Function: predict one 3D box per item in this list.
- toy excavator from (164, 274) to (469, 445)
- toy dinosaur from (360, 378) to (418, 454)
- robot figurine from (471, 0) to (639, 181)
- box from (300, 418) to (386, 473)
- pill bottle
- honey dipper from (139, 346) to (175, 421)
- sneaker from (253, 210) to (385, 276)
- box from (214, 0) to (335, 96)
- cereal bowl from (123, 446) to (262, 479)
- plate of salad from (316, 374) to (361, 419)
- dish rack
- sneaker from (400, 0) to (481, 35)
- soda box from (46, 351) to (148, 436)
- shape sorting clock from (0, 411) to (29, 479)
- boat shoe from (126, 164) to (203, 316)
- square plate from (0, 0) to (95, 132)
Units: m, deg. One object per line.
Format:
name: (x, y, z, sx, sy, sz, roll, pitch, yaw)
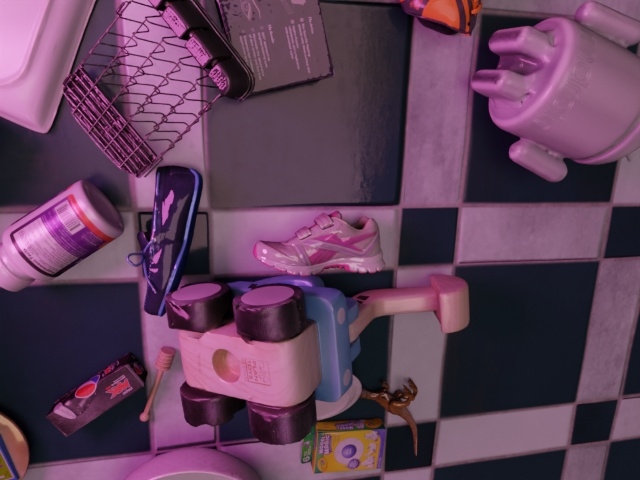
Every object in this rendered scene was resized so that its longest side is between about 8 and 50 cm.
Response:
toy excavator: (0.017, 0.145, 0.839, 0.432, 0.445, 0.223, 1, 104, 29)
toy dinosaur: (0.170, 0.363, 1.009, 0.211, 0.064, 0.112, 39, 112, -9)
robot figurine: (0.454, -0.259, 0.827, 0.353, 0.200, 0.300, 17, 110, -16)
box: (0.048, 0.448, 1.004, 0.179, 0.043, 0.105, 2, 104, -11)
pill bottle: (-0.432, -0.003, 0.745, 0.193, 0.108, 0.108, -33, 109, -2)
honey dipper: (-0.317, 0.281, 0.888, 0.030, 0.030, 0.161, 18, 104, -16)
sneaker: (0.000, 0.000, 0.854, 0.252, 0.103, 0.111, -2, 101, -19)
box: (-0.074, -0.328, 0.748, 0.158, 0.093, 0.156, -15, 108, -7)
cereal bowl: (-0.258, 0.551, 0.910, 0.338, 0.141, 0.339, -3, 106, -12)
plate of salad: (-0.015, 0.310, 0.935, 0.199, 0.048, 0.200, -6, 133, -6)
dish rack: (-0.262, -0.237, 0.712, 0.271, 0.074, 0.208, -35, 97, 24)
sneaker: (0.283, -0.454, 0.794, 0.320, 0.125, 0.180, -9, 110, 1)
soda box: (-0.411, 0.284, 0.853, 0.168, 0.053, 0.060, -34, 109, -3)
shape sorting clock: (-0.640, 0.389, 0.836, 0.206, 0.040, 0.206, -2, 105, -8)
boat shoe: (-0.272, -0.002, 0.798, 0.088, 0.109, 0.259, 13, 85, -8)
square plate: (-0.521, -0.383, 0.659, 0.347, 0.049, 0.344, 23, 98, -17)
